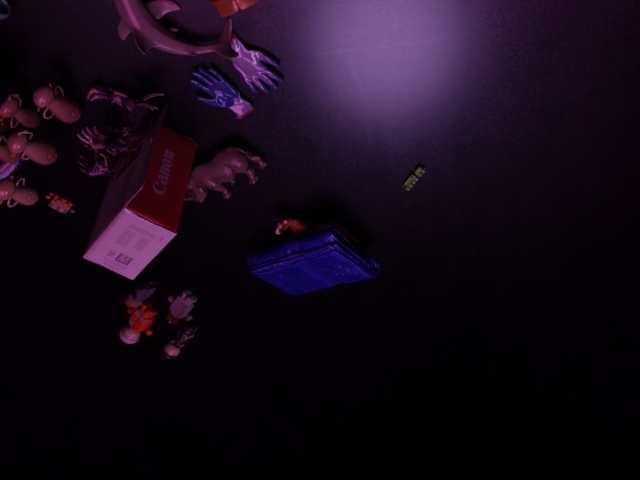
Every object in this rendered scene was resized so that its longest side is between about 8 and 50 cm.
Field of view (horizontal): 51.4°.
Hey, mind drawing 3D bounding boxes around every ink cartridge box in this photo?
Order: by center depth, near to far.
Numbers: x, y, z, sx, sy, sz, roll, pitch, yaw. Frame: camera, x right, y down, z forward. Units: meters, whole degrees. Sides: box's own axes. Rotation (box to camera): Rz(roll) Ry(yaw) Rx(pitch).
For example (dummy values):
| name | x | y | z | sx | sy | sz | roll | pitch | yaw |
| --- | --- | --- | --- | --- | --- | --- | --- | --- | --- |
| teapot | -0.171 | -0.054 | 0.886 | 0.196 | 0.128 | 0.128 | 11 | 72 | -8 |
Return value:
| name | x | y | z | sx | sy | sz | roll | pitch | yaw |
| --- | --- | --- | --- | --- | --- | --- | --- | --- | --- |
| ink cartridge box | -0.386 | -0.116 | 1.503 | 0.130 | 0.309 | 0.272 | 29 | 131 | -27 |

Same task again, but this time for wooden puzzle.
| name | x | y | z | sx | sy | sz | roll | pitch | yaw |
| --- | --- | --- | --- | --- | --- | --- | --- | --- | --- |
| wooden puzzle | -0.687 | -0.095 | 1.756 | 0.083 | 0.006 | 0.049 | 30 | 130 | -27 |

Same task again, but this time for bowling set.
| name | x | y | z | sx | sy | sz | roll | pitch | yaw |
| --- | --- | --- | --- | --- | --- | --- | --- | --- | --- |
| bowling set | -0.687 | -0.231 | 1.463 | 0.200 | 0.286 | 0.154 | 23 | 178 | 10 |

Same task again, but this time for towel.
| name | x | y | z | sx | sy | sz | roll | pitch | yaw |
| --- | --- | --- | --- | --- | --- | --- | --- | --- | --- |
| towel | -0.024 | 0.073 | 1.792 | 0.308 | 0.076 | 0.228 | -16 | 140 | 36 |

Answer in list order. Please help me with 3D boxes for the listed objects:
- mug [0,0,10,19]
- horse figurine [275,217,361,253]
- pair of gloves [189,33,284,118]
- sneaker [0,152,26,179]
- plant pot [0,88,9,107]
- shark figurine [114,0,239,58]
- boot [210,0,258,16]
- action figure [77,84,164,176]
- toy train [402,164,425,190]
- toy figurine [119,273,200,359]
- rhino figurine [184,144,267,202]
| name | x | y | z | sx | sy | sz | roll | pitch | yaw |
| --- | --- | --- | --- | --- | --- | --- | --- | --- | --- |
| mug | -0.664 | -0.495 | 1.257 | 0.158 | 0.097 | 0.129 | 24 | 133 | -22 |
| horse figurine | 0.000 | 0.000 | 1.800 | 0.264 | 0.066 | 0.174 | 10 | 143 | -6 |
| pair of gloves | -0.185 | -0.352 | 1.456 | 0.198 | 0.023 | 0.159 | -33 | 126 | 30 |
| sneaker | -0.823 | -0.194 | 1.584 | 0.262 | 0.104 | 0.125 | -16 | 132 | 17 |
| plant pot | -0.874 | -0.303 | 1.306 | 0.341 | 0.341 | 0.334 | -24 | 126 | 25 |
| shark figurine | -0.314 | -0.406 | 1.337 | 0.278 | 0.116 | 0.166 | 25 | 134 | -21 |
| boot | -0.222 | -0.496 | 1.268 | 0.197 | 0.072 | 0.152 | -9 | 140 | 15 |
| action figure | -0.462 | -0.254 | 1.473 | 0.141 | 0.164 | 0.276 | 25 | 138 | -30 |
| toy train | 0.232 | -0.156 | 1.660 | 0.024 | 0.017 | 0.083 | 27 | 132 | -12 |
| toy figurine | -0.473 | 0.225 | 1.945 | 0.213 | 0.209 | 0.148 | 27 | 115 | -30 |
| rhino figurine | -0.255 | -0.157 | 1.631 | 0.243 | 0.073 | 0.106 | -26 | 134 | 28 |
